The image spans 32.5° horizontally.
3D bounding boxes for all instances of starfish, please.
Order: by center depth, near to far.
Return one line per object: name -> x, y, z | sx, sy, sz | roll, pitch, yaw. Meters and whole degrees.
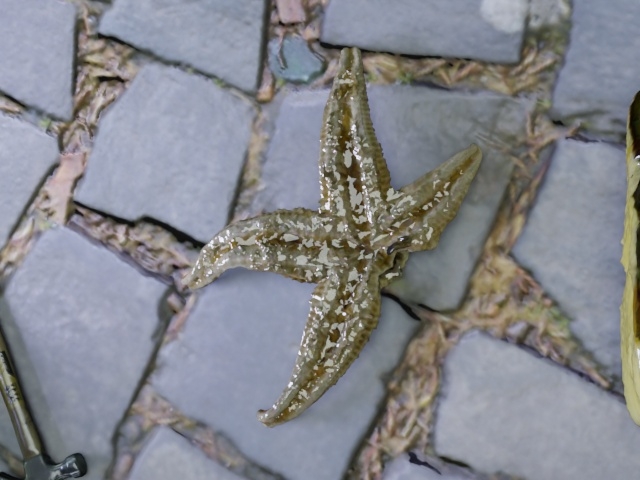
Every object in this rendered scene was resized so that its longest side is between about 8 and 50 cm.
starfish -> -0.002, -0.001, 0.743 | 0.138, 0.050, 0.247 | 36, 87, 13

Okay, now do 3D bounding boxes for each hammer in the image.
hammer -> -0.228, 0.096, 0.786 | 0.062, 0.017, 0.182 | -26, 79, 6

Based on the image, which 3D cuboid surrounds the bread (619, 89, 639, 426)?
bread -> 0.309, -0.003, 0.628 | 0.263, 0.198, 0.236 | 4, 77, 8
